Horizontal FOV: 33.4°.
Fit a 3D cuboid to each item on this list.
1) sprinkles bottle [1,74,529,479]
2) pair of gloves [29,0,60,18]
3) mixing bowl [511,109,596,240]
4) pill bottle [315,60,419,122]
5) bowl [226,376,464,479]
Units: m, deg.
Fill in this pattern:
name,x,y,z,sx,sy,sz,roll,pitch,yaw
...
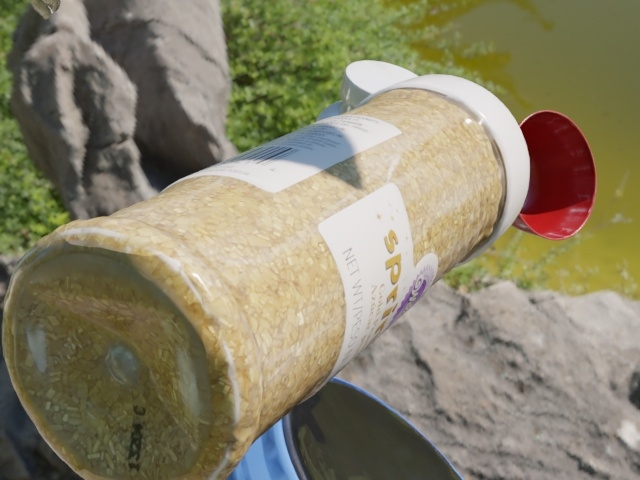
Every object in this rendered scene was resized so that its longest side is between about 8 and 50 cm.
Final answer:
name,x,y,z,sx,sy,sz,roll,pitch,yaw
sprinkles bottle,0.000,0.000,0.553,0.121,0.121,0.355,-1,16,30
pair of gloves,-0.315,-0.333,1.047,0.042,0.204,0.240,-58,14,-28
mixing bowl,0.294,-0.087,1.513,0.181,0.181,0.098,-46,22,-30
pill bottle,0.037,-0.062,0.955,0.103,0.184,0.103,11,33,-7
bowl,0.069,0.300,1.130,0.077,0.391,0.391,-46,30,17
